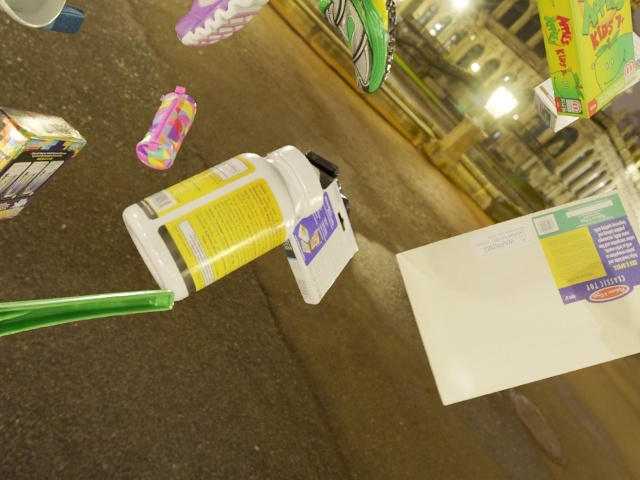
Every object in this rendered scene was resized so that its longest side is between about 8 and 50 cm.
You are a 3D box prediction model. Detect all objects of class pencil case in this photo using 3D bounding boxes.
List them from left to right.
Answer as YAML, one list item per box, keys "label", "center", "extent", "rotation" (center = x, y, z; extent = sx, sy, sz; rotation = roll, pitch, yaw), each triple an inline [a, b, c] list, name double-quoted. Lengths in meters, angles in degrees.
- label: "pencil case"
  center: [-0.401, -0.295, 1.366]
  extent: [0.104, 0.104, 0.236]
  rotation: [34, 45, -30]

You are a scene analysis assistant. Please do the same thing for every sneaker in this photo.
- label: "sneaker"
  center: [-0.104, -0.342, 0.645]
  extent: [0.104, 0.236, 0.095]
  rotation: [50, 26, -11]
- label: "sneaker"
  center: [0.079, -0.458, 1.067]
  extent: [0.343, 0.147, 0.134]
  rotation: [76, 23, -49]

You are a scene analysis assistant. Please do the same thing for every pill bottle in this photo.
- label: "pill bottle"
  center: [-0.169, -0.045, 0.966]
  extent: [0.188, 0.334, 0.187]
  rotation: [48, -24, 30]

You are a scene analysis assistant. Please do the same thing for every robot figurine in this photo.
- label: "robot figurine"
  center: [-0.056, -0.121, 1.352]
  extent: [0.278, 0.173, 0.209]
  rotation: [34, 30, 15]

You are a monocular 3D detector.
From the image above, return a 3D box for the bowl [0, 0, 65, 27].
- label: "bowl"
  center: [-0.480, -0.475, 0.751]
  extent: [0.134, 0.297, 0.297]
  rotation: [10, 29, -5]

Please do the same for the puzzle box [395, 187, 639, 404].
- label: "puzzle box"
  center: [0.365, 0.096, 0.896]
  extent: [0.052, 0.410, 0.271]
  rotation: [57, 17, -76]

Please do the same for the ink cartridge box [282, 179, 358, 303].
- label: "ink cartridge box"
  center: [0.000, 0.000, 1.178]
  extent: [0.208, 0.045, 0.206]
  rotation: [-50, 132, -40]

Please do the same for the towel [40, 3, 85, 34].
- label: "towel"
  center: [-0.554, -0.462, 1.074]
  extent: [0.120, 0.067, 0.029]
  rotation: [-11, 66, -53]

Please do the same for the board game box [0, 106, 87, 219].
- label: "board game box"
  center: [-0.356, -0.081, 0.589]
  extent: [0.048, 0.141, 0.170]
  rotation: [46, 2, -11]

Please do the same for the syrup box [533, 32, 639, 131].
- label: "syrup box"
  center: [0.619, -0.363, 1.192]
  extent: [0.096, 0.237, 0.093]
  rotation: [61, 12, 22]

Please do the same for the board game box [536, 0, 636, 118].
- label: "board game box"
  center: [0.291, -0.238, 0.568]
  extent: [0.043, 0.092, 0.181]
  rotation: [31, -26, 54]

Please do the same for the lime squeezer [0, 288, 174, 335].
- label: "lime squeezer"
  center: [-0.199, 0.054, 0.241]
  extent: [0.310, 0.110, 0.058]
  rotation: [-32, 118, -70]
